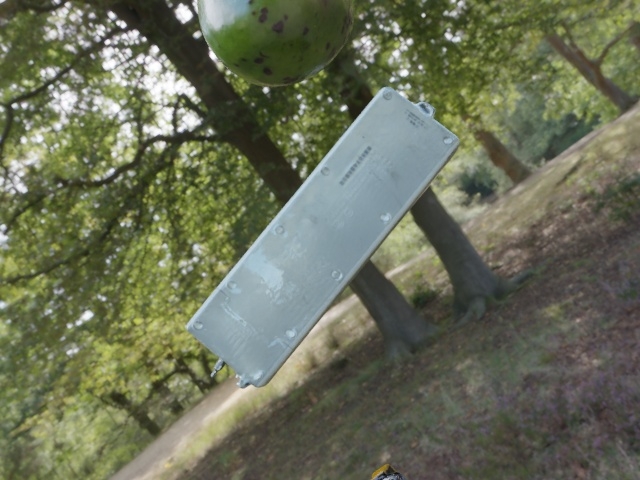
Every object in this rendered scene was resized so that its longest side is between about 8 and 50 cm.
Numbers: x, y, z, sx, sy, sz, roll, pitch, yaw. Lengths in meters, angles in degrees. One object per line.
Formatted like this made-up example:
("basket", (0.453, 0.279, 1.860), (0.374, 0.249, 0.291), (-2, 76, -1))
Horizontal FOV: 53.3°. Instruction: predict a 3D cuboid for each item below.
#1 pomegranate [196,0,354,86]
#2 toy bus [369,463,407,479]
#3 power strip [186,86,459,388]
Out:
("pomegranate", (-0.039, -0.291, 0.749), (0.248, 0.202, 0.202), (-29, 3, 46))
("toy bus", (0.029, 0.201, 0.304), (0.088, 0.083, 0.194), (-40, 3, 16))
("power strip", (0.000, 0.000, 0.677), (0.367, 0.106, 0.043), (-50, -9, -5))
